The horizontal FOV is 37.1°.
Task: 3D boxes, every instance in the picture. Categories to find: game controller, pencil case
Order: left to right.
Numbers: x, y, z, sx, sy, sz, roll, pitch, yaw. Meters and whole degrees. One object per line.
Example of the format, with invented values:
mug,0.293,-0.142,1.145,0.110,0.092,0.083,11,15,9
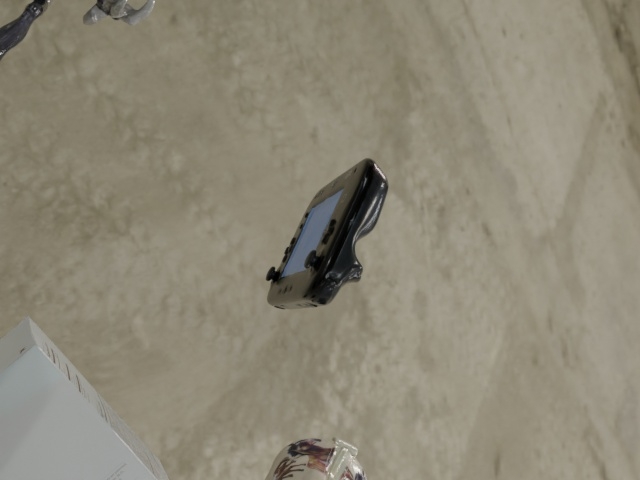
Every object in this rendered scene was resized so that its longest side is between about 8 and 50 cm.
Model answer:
pencil case,-0.023,0.416,1.329,0.160,0.183,0.410,42,13,-3
game controller,0.000,0.000,1.114,0.067,0.319,0.166,17,81,-10

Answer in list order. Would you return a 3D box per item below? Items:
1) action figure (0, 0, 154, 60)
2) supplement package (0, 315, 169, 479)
action figure,-0.200,-0.228,0.741,0.275,0.141,0.164,-49,114,-19
supplement package,-0.274,0.215,0.871,0.194,0.149,0.203,-40,106,-11
